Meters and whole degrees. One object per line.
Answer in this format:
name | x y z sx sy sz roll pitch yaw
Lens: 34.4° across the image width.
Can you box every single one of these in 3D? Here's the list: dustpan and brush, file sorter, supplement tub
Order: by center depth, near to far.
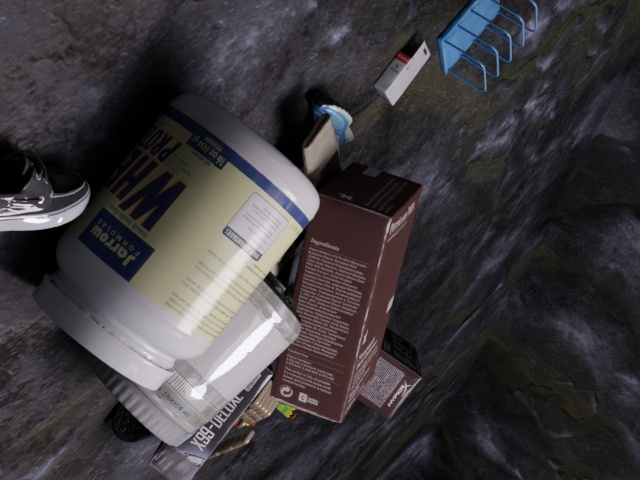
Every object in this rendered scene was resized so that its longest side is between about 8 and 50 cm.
supplement tub | -0.182 0.002 1.311 0.325 0.235 0.235 -52 159 -5
file sorter | 0.314 -0.382 1.932 0.170 0.104 0.118 -49 158 -9
dustpan and brush | 0.000 0.000 1.956 0.211 0.060 0.147 -34 160 -26

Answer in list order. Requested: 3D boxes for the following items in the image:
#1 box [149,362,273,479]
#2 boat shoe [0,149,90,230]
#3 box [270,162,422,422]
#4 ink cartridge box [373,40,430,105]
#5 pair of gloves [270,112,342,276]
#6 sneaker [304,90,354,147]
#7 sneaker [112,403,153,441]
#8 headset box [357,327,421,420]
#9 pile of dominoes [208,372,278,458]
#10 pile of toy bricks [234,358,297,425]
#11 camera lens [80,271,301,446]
box | -0.185 0.291 1.825 0.242 0.076 0.307 -52 -178 -2
boat shoe | -0.337 -0.061 1.122 0.228 0.080 0.076 -11 135 -50
box | 0.043 0.084 1.711 0.191 0.143 0.381 -43 147 -61
ink cartridge box | 0.144 -0.298 1.811 0.115 0.029 0.063 -54 159 -2
pair of gloves | -0.042 -0.070 1.615 0.240 0.042 0.204 -57 162 -11
sneaker | 0.010 -0.180 1.671 0.073 0.063 0.162 -46 158 -9
sneaker | -0.256 0.269 1.784 0.235 0.084 0.097 -43 158 -25
headset box | 0.042 0.191 1.986 0.110 0.293 0.218 -54 -176 8
pile of dominoes | -0.147 0.311 1.931 0.251 0.040 0.196 -33 -163 53
pile of toy bricks | -0.086 0.327 2.161 0.212 0.105 0.118 -48 173 -13
camera lens | -0.183 0.134 1.516 0.274 0.219 0.219 -43 158 -7
